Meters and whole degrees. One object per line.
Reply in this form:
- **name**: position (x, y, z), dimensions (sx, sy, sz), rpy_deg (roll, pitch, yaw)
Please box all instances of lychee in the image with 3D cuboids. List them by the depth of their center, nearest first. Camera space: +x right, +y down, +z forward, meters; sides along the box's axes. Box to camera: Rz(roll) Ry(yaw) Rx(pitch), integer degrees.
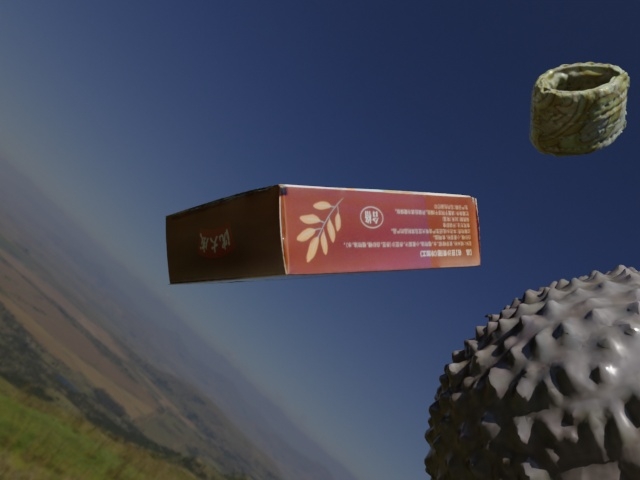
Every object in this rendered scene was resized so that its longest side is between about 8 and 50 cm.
- **lychee**: position (0.303, 0.206, 0.612), dimensions (0.381, 0.432, 0.380), rpy_deg (10, -62, 18)

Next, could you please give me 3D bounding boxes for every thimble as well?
- **thimble**: position (0.501, -0.253, 1.193), dimensions (0.137, 0.191, 0.143), rpy_deg (-89, 170, -49)

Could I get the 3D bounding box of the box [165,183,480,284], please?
- **box**: position (0.000, 0.000, 1.004), dimensions (0.345, 0.385, 0.122), rpy_deg (-8, -96, 52)
